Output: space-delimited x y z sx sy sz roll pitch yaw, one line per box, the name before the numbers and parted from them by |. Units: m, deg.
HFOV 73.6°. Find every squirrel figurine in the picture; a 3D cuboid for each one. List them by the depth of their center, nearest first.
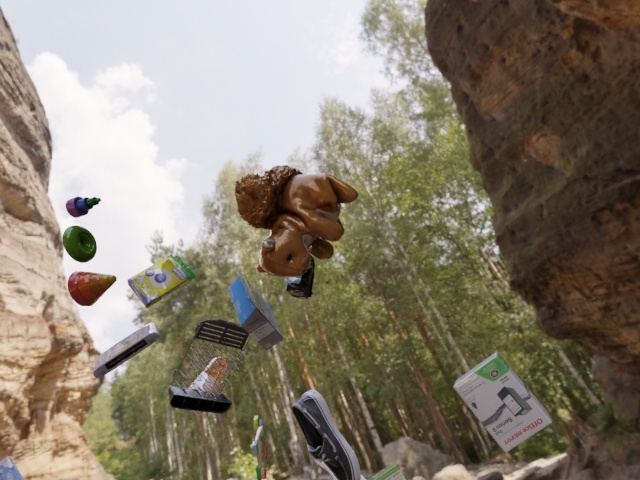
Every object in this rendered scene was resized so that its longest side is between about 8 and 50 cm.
squirrel figurine | -0.120 -0.064 1.459 0.370 0.397 0.281 -53 -3 -28

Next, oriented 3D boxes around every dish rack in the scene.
dish rack | -0.328 0.380 1.311 0.208 0.074 0.271 28 -95 -41

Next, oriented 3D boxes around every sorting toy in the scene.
sorting toy | -0.721 0.019 1.364 0.126 0.365 0.127 -17 -14 12

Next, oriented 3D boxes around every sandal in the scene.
sandal | -0.424 0.541 1.656 0.076 0.265 0.102 -36 -74 31

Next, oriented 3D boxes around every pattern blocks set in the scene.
pattern blocks set | -0.275 0.958 1.985 0.026 0.285 0.325 -9 8 -2

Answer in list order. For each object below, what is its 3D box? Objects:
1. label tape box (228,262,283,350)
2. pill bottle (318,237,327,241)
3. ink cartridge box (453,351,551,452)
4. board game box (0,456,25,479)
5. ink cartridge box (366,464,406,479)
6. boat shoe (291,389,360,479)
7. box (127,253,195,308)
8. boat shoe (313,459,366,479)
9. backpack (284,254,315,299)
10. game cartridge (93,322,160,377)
label tape box | -0.308 0.292 1.871 0.106 0.240 0.333 -32 -47 -3
pill bottle | 0.000 0.000 2.193 0.067 0.120 0.067 -12 -23 -5
ink cartridge box | 0.688 0.610 1.631 0.211 0.289 0.122 -43 -18 14
board game box | -0.886 0.667 1.183 0.090 0.090 0.020 -38 -16 -27
ink cartridge box | 0.218 0.861 1.312 0.189 0.255 0.097 -21 -24 -25
boat shoe | 0.010 0.594 1.246 0.108 0.301 0.102 -28 -3 41
box | -0.494 0.120 1.343 0.179 0.105 0.043 -36 -12 -35
boat shoe | 0.086 0.901 1.714 0.098 0.277 0.096 18 -89 -52
backpack | -0.085 0.139 1.778 0.115 0.181 0.152 5 -24 12
game cartridge | -0.870 0.484 1.925 0.297 0.198 0.062 -34 -70 -18
